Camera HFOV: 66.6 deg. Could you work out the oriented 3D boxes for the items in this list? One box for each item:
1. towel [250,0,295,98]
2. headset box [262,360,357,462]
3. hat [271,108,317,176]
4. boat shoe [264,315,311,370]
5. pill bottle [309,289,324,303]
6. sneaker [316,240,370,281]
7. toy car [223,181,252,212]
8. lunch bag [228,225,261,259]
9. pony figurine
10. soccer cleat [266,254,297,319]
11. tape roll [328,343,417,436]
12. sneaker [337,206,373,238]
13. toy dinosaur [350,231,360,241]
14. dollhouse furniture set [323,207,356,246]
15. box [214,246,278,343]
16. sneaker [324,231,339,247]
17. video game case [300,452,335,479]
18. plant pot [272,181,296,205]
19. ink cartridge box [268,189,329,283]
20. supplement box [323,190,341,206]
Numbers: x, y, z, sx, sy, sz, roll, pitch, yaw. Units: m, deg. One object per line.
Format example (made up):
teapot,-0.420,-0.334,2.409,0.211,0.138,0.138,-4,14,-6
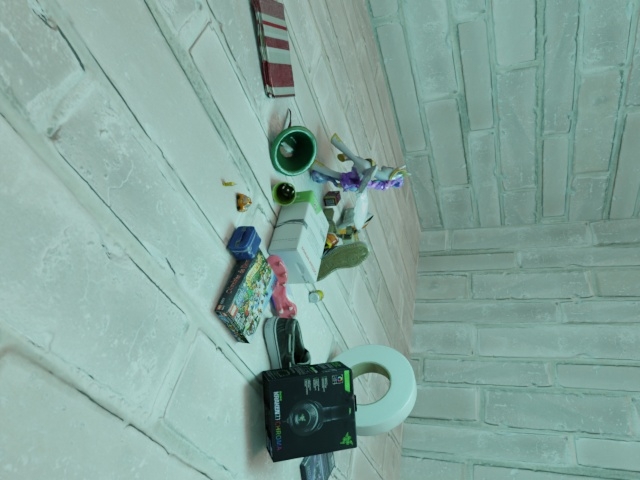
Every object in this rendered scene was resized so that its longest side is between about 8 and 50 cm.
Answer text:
towel,-0.159,-0.668,1.711,0.237,0.037,0.329,-45,130,-65
headset box,-0.027,0.520,1.507,0.131,0.283,0.246,176,-88,-73
hat,-0.123,-0.345,1.769,0.208,0.183,0.173,-36,123,-16
boat shoe,-0.090,0.400,1.607,0.121,0.119,0.335,-61,142,-54
pill bottle,-0.012,0.222,1.942,0.083,0.043,0.043,-16,102,-68
sneaker,0.071,0.052,1.892,0.099,0.282,0.153,56,25,-17
toy car,-0.236,-0.124,1.413,0.122,0.041,0.060,40,50,-63
lunch bag,-0.220,0.006,1.400,0.065,0.067,0.098,66,30,-42
pony figurine,0.151,-0.252,1.994,0.351,0.363,0.303,-57,166,-33
soccer cleat,-0.135,0.155,1.612,0.095,0.083,0.248,-118,-169,-70
tape roll,0.183,0.581,1.929,0.392,0.392,0.072,-68,147,-48
sneaker,0.137,-0.095,2.341,0.262,0.121,0.099,-28,155,-48
toy dinosaur,0.174,-0.024,2.469,0.211,0.064,0.112,44,64,-48
dollhouse furniture set,0.089,-0.041,2.082,0.101,0.161,0.182,62,33,-48
box,-0.208,0.156,1.412,0.159,0.044,0.233,66,34,-43
sneaker,0.000,0.000,1.885,0.067,0.175,0.064,-35,104,-26
video game case,-0.007,0.870,1.888,0.274,0.026,0.196,-31,116,-66
plant pot,-0.119,-0.169,1.691,0.079,0.083,0.083,-68,150,-72
ink cartridge box,-0.070,-0.010,1.726,0.198,0.115,0.272,64,30,-45
supplement box,0.053,-0.186,2.160,0.083,0.055,0.043,-57,140,-56
